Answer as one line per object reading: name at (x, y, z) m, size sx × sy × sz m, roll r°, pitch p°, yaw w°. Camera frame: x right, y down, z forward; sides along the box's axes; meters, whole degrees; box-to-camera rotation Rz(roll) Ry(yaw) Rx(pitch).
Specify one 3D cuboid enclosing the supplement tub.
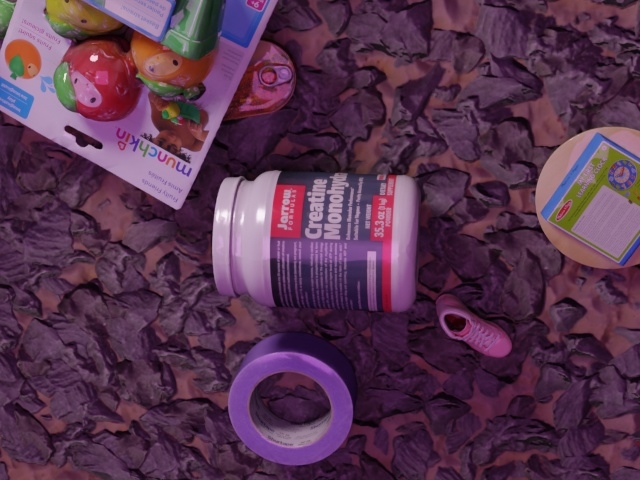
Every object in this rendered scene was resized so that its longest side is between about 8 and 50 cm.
supplement tub at (0.000, 0.000, 1.560) m, size 0.272 × 0.191 × 0.191 m, roll 2°, pitch 108°, yaw 6°

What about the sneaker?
sneaker at (0.223, 0.135, 1.641) m, size 0.134 × 0.070 × 0.051 m, roll 38°, pitch 107°, yaw -7°

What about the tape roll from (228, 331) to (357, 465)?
tape roll at (-0.040, 0.239, 1.703) m, size 0.189 × 0.080 × 0.189 m, roll 2°, pitch 108°, yaw 6°

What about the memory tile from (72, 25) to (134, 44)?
memory tile at (-0.321, -0.268, 1.606) m, size 0.113 × 0.012 × 0.148 m, roll 37°, pitch 109°, yaw -5°

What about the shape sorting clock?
shape sorting clock at (0.404, -0.059, 1.569) m, size 0.206 × 0.040 × 0.206 m, roll 3°, pitch 112°, yaw 8°

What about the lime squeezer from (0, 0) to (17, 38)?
lime squeezer at (-0.472, -0.303, 1.573) m, size 0.310 × 0.110 × 0.059 m, roll -33°, pitch 85°, yaw -15°

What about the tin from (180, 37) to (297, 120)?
tin at (-0.125, -0.226, 1.584) m, size 0.190 × 0.040 × 0.106 m, roll -7°, pitch 111°, yaw 10°

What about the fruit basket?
fruit basket at (-0.267, -0.253, 1.498) m, size 0.327 × 0.165 × 0.353 m, roll 30°, pitch 112°, yaw 2°
